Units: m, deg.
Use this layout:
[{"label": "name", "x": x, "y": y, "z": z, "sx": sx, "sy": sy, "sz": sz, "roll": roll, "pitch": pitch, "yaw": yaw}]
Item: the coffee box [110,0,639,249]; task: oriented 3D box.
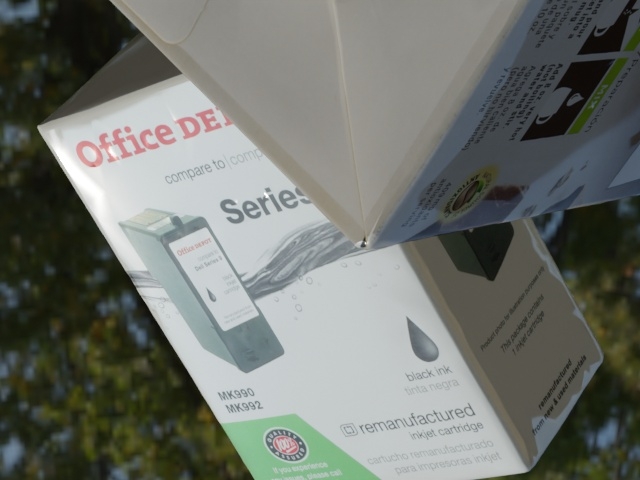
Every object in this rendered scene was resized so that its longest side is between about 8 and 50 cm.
[{"label": "coffee box", "x": 0.077, "y": -0.106, "z": 0.675, "sx": 0.168, "sy": 0.119, "sz": 0.297, "roll": 46, "pitch": -148, "yaw": 25}]

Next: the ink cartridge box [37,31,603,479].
[{"label": "ink cartridge box", "x": 0.000, "y": 0.000, "z": 1.083, "sx": 0.211, "sy": 0.289, "sz": 0.121, "roll": -15, "pitch": -157, "yaw": 41}]
